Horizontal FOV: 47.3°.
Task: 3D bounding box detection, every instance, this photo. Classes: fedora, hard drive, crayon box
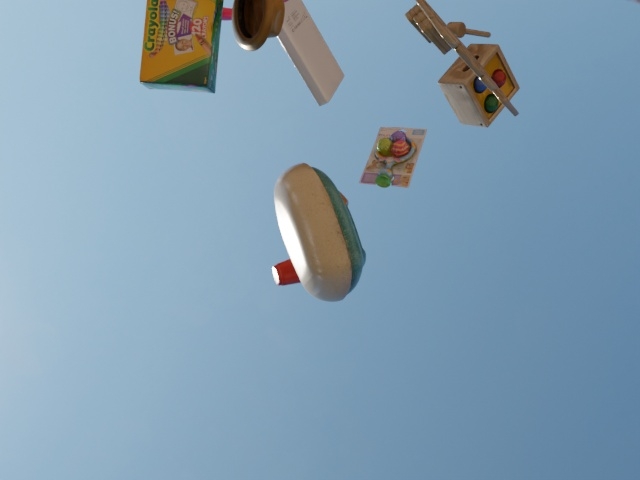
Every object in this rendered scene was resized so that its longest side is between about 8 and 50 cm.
[{"bbox_3d":[-0.138,-0.544,1.741,0.079,0.194,0.194,-1,-140,-38],"label":"fedora"},{"bbox_3d":[-0.049,-0.635,2.364,0.047,0.353,0.233,-20,-154,29],"label":"hard drive"},{"bbox_3d":[-0.324,-0.495,1.723,0.166,0.278,0.081,5,179,5],"label":"crayon box"}]

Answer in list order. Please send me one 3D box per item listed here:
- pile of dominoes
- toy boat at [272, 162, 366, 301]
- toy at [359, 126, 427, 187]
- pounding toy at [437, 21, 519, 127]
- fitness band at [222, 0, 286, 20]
[{"bbox_3d":[0.188,-0.271,1.056,0.196,0.040,0.251,38,-157,-31],"label":"pile of dominoes"},{"bbox_3d":[0.000,0.000,1.369,0.148,0.318,0.267,-15,-110,-17],"label":"toy boat"},{"bbox_3d":[0.196,-0.243,1.978,0.137,0.056,0.237,6,-127,19],"label":"toy"},{"bbox_3d":[0.345,-0.382,1.574,0.181,0.206,0.094,-50,-144,-14],"label":"pounding toy"},{"bbox_3d":[-0.170,-0.644,1.884,0.291,0.054,0.209,-17,179,30],"label":"fitness band"}]
